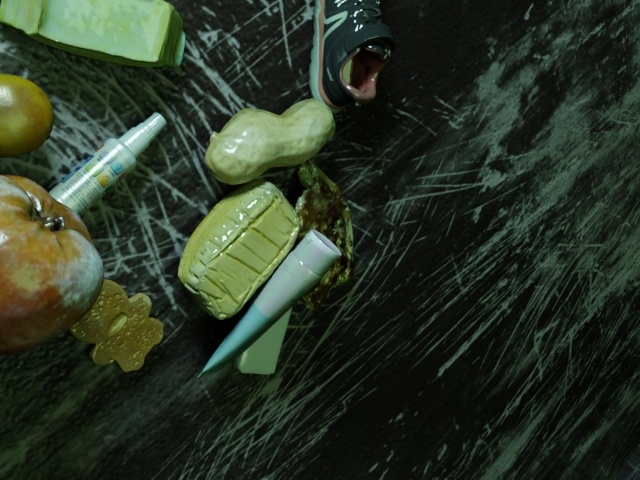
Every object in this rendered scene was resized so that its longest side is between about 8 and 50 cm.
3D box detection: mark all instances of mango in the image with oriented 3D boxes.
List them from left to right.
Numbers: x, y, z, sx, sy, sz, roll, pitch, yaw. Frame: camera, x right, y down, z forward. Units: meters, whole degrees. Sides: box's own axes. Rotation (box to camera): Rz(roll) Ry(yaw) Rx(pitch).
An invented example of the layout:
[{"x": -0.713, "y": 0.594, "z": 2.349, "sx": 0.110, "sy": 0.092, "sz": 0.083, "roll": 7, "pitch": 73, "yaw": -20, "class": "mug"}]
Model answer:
[{"x": -0.436, "y": -0.162, "z": 1.029, "sx": 0.163, "sy": 0.089, "sz": 0.111, "roll": -14, "pitch": 101, "yaw": -26, "class": "mango"}]

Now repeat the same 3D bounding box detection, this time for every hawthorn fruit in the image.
[{"x": -0.421, "y": 0.031, "z": 1.008, "sx": 0.263, "sy": 0.235, "sz": 0.231, "roll": -16, "pitch": 160, "yaw": -5, "class": "hawthorn fruit"}]

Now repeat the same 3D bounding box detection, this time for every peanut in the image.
[{"x": -0.077, "y": -0.170, "z": 1.311, "sx": 0.263, "sy": 0.101, "sz": 0.117, "roll": -19, "pitch": 115, "yaw": -31, "class": "peanut"}]

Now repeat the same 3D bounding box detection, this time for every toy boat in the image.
[{"x": -0.300, "y": -0.309, "z": 1.099, "sx": 0.276, "sy": 0.084, "sz": 0.111, "roll": 8, "pitch": 96, "yaw": -40, "class": "toy boat"}]

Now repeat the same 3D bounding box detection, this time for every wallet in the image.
[{"x": -0.100, "y": 0.155, "z": 1.439, "sx": 0.095, "sy": 0.033, "sz": 0.190, "roll": 10, "pitch": 97, "yaw": -43, "class": "wallet"}]

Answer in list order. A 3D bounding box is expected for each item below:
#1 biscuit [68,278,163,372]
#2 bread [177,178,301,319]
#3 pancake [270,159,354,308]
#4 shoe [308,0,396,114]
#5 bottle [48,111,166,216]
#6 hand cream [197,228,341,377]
[{"x": -0.332, "y": 0.135, "z": 1.241, "sx": 0.184, "sy": 0.027, "sz": 0.133, "roll": 33, "pitch": 82, "yaw": -39, "class": "biscuit"}, {"x": -0.142, "y": 0.010, "z": 1.310, "sx": 0.236, "sy": 0.106, "sz": 0.140, "roll": -52, "pitch": 131, "yaw": -16, "class": "bread"}, {"x": 0.000, "y": 0.000, "z": 1.455, "sx": 0.212, "sy": 0.056, "sz": 0.257, "roll": 27, "pitch": 80, "yaw": -46, "class": "pancake"}, {"x": 0.063, "y": -0.360, "z": 1.350, "sx": 0.114, "sy": 0.137, "sz": 0.291, "roll": 0, "pitch": 103, "yaw": -40, "class": "shoe"}, {"x": -0.314, "y": -0.112, "z": 1.161, "sx": 0.217, "sy": 0.060, "sz": 0.060, "roll": -46, "pitch": 127, "yaw": -19, "class": "bottle"}, {"x": -0.089, "y": 0.120, "z": 1.335, "sx": 0.312, "sy": 0.070, "sz": 0.111, "roll": -51, "pitch": 169, "yaw": 10, "class": "hand cream"}]
